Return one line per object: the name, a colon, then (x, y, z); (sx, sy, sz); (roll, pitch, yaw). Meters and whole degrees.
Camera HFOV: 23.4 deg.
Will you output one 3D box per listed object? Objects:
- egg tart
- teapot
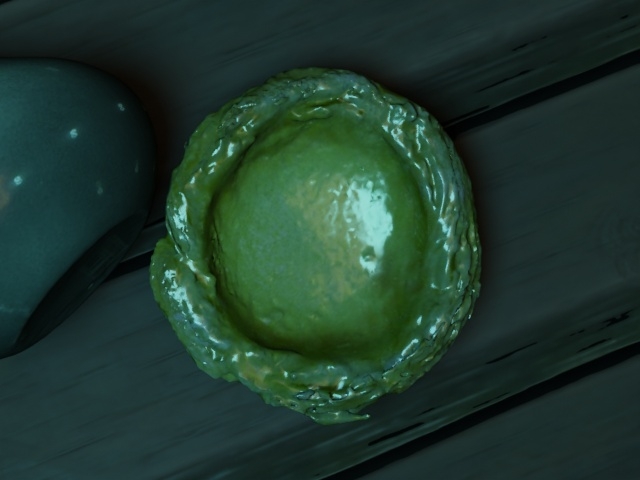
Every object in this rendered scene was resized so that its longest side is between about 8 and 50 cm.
egg tart: (0.000, 0.000, 0.870); (0.197, 0.078, 0.197); (0, 93, -8)
teapot: (-0.214, -0.063, 0.805); (0.251, 0.183, 0.183); (43, 88, 4)
